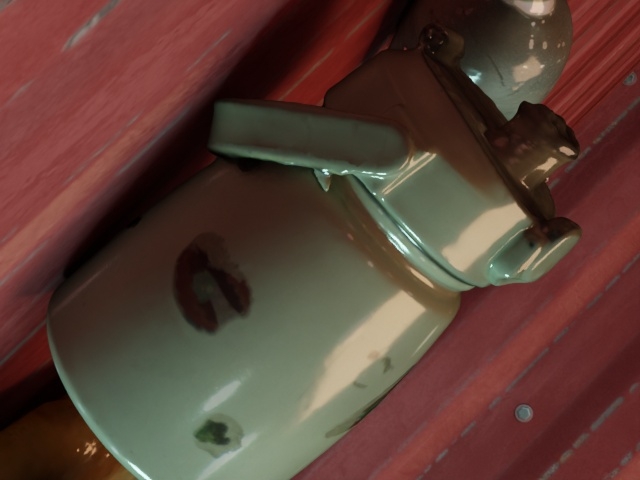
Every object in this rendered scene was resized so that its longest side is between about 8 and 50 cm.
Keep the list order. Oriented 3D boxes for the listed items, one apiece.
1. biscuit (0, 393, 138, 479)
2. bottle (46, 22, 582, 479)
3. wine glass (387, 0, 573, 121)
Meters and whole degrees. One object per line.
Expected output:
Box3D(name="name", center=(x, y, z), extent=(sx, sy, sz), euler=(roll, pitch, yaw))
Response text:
Box3D(name="biscuit", center=(-0.304, 0.286, 1.326), extent=(0.429, 0.104, 0.446), euler=(-50, 167, 28))
Box3D(name="bottle", center=(0.000, 0.000, 1.068), extent=(0.352, 0.229, 0.229), euler=(-41, 173, 17))
Box3D(name="wine glass", center=(0.151, -0.186, 1.212), extent=(0.143, 0.143, 0.321), euler=(-40, 170, -35))
